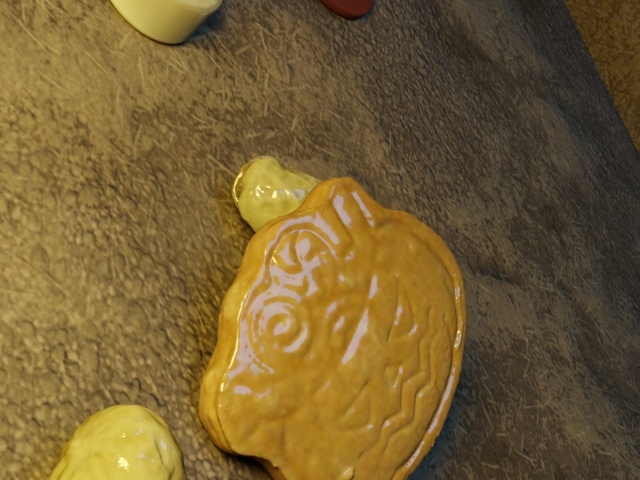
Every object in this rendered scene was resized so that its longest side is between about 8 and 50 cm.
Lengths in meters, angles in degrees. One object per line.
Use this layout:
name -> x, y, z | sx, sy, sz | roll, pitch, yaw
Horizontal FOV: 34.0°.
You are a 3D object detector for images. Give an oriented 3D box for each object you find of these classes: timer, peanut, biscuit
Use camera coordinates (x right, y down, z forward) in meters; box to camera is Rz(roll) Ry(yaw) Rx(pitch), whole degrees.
timer -> -0.131, -0.382, 1.303 | 0.175, 0.266, 0.175 | 33, 43, -38
peanut -> -0.181, 0.299, 0.906 | 0.147, 0.147, 0.319 | 20, 58, -47
biscuit -> 0.040, 0.126, 1.260 | 0.365, 0.062, 0.385 | 39, 63, -32
peanut -> 0.000, 0.000, 1.366 | 0.290, 0.130, 0.130 | 44, 38, -24

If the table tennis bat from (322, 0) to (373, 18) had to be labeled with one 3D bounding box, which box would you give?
table tennis bat -> -0.005, -0.484, 1.756 | 0.310, 0.038, 0.200 | 18, 54, -49
